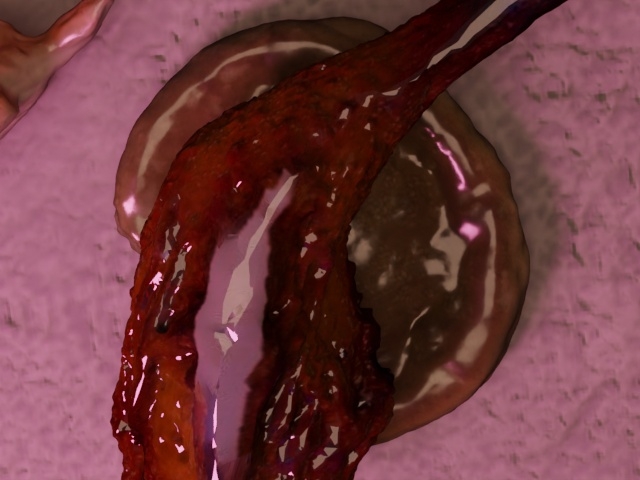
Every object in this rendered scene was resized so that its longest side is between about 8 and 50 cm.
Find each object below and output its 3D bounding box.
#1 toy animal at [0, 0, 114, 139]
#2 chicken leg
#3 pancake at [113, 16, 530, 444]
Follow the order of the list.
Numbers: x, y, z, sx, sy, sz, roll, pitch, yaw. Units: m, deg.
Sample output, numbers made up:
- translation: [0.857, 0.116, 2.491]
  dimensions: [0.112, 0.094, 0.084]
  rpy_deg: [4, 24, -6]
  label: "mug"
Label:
- translation: [-0.225, -0.116, 0.768]
  dimensions: [0.185, 0.104, 0.184]
  rpy_deg: [45, 99, -1]
  label: "toy animal"
- translation: [-0.003, -0.001, 0.745]
  dimensions: [0.158, 0.096, 0.407]
  rpy_deg: [28, 98, -1]
  label: "chicken leg"
- translation: [0.000, 0.000, 0.811]
  dimensions: [0.223, 0.042, 0.236]
  rpy_deg: [-3, 98, 5]
  label: "pancake"
